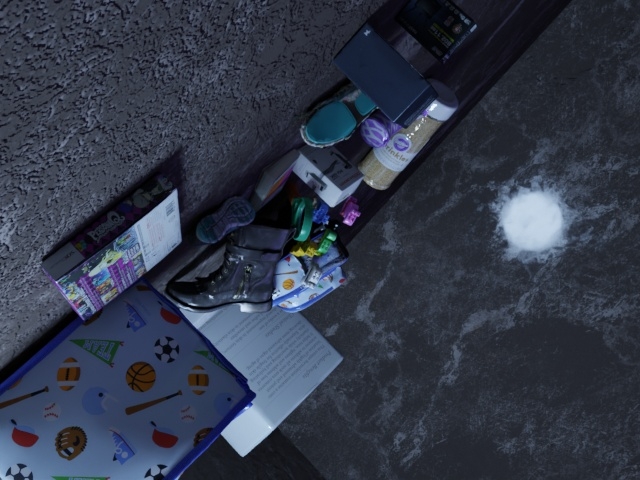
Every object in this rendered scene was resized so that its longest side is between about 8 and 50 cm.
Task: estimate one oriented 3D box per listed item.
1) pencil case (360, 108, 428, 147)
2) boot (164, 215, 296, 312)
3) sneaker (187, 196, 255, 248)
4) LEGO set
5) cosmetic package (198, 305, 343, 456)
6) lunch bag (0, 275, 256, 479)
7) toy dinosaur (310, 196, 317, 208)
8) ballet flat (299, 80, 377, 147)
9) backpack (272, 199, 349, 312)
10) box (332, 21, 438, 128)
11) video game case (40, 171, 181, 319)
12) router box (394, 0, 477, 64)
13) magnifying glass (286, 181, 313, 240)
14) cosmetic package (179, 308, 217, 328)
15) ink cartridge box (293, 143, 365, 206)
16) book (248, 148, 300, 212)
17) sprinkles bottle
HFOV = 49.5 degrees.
[{"bbox_3d":[0.190,-0.310,1.778,0.206,0.088,0.086,-39,169,-35],"label":"pencil case"},{"bbox_3d":[-0.195,0.040,1.487,0.091,0.262,0.229,-111,-152,-57],"label":"boot"},{"bbox_3d":[-0.197,-0.034,1.354,0.076,0.065,0.166,-29,-178,42],"label":"sneaker"},{"bbox_3d":[0.000,0.000,1.505,0.227,0.087,0.093,-61,-160,8],"label":"LEGO set"},{"bbox_3d":[-0.215,0.363,2.087,0.329,0.394,0.327,-38,170,-36],"label":"cosmetic package"},{"bbox_3d":[-0.352,0.297,1.225,0.385,0.328,0.239,-45,177,-14],"label":"lunch bag"},{"bbox_3d":[-0.044,-0.079,1.988,0.092,0.053,0.183,-28,162,-11],"label":"toy dinosaur"},{"bbox_3d":[0.045,-0.253,1.356,0.241,0.091,0.077,-37,-160,-24],"label":"ballet flat"},{"bbox_3d":[-0.084,0.047,1.679,0.263,0.213,0.276,-26,-162,-13],"label":"backpack"},{"bbox_3d":[0.120,-0.290,1.241,0.093,0.156,0.158,-45,173,13],"label":"box"},{"bbox_3d":[-0.303,0.016,1.052,0.210,0.042,0.232,-42,172,-19],"label":"video game case"},{"bbox_3d":[0.210,-0.398,1.268,0.092,0.122,0.038,-48,168,16],"label":"router box"},{"bbox_3d":[-0.049,-0.074,1.536,0.231,0.026,0.092,-114,-143,-60],"label":"magnifying glass"},{"bbox_3d":[-0.326,0.188,1.809,0.239,0.060,0.099,-42,170,-22],"label":"cosmetic package"},{"bbox_3d":[0.014,-0.150,1.501,0.099,0.135,0.056,-38,168,-45],"label":"ink cartridge box"},{"bbox_3d":[-0.097,-0.123,1.461,0.096,0.035,0.144,-43,174,-35],"label":"book"},{"bbox_3d":[0.248,-0.301,2.014,0.121,0.121,0.355,-36,169,-49],"label":"sprinkles bottle"}]
